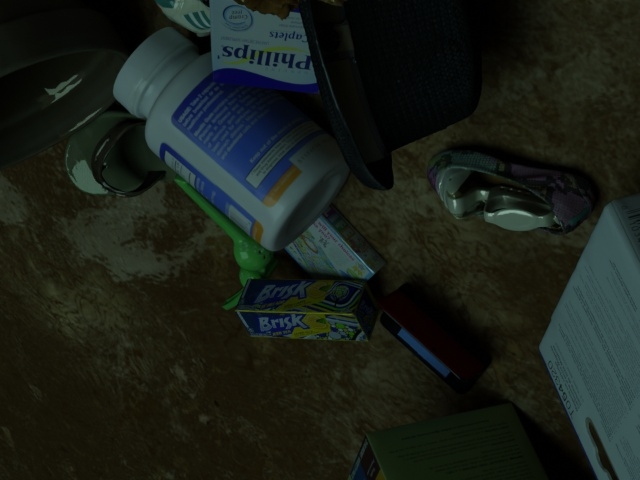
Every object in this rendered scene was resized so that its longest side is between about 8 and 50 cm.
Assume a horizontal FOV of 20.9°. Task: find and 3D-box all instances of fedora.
[{"bbox_3d":[0.077,-0.223,1.740,0.152,0.334,0.334,-12,118,10],"label":"fedora"}]

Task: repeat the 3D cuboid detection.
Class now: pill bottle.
[{"bbox_3d":[-0.108,-0.127,2.044,0.272,0.152,0.152,41,143,12],"label":"pill bottle"}]

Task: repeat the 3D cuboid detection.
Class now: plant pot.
[{"bbox_3d":[-0.437,-0.266,2.162,0.280,0.323,0.323,61,145,11],"label":"plant pot"}]

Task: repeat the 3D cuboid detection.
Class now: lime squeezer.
[{"bbox_3d":[-0.106,0.027,2.218,0.110,0.059,0.310,5,149,13],"label":"lime squeezer"}]

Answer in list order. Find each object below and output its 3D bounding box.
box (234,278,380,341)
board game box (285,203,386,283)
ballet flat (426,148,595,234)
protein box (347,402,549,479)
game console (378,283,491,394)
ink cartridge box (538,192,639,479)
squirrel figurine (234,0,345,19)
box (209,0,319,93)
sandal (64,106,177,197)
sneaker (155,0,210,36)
[{"bbox_3d":[-0.017,0.085,2.152,0.169,0.054,0.059,0,140,27],"label":"box"},{"bbox_3d":[0.000,0.000,2.148,0.154,0.026,0.103,47,144,2],"label":"board game box"},{"bbox_3d":[0.188,-0.048,1.871,0.221,0.079,0.077,14,132,38],"label":"ballet flat"},{"bbox_3d":[0.163,0.328,2.066,0.136,0.200,0.201,107,147,-49],"label":"protein box"},{"bbox_3d":[0.123,0.130,2.089,0.144,0.085,0.124,42,143,10],"label":"game console"},{"bbox_3d":[0.344,0.166,1.776,0.330,0.071,0.324,100,151,-61],"label":"ink cartridge box"},{"bbox_3d":[0.047,-0.388,1.512,0.370,0.281,0.397,-10,81,12],"label":"squirrel figurine"},{"bbox_3d":[-0.053,-0.240,1.914,0.126,0.072,0.137,7,132,8],"label":"box"},{"bbox_3d":[-0.243,-0.110,2.248,0.303,0.086,0.120,-6,117,48],"label":"sandal"},{"bbox_3d":[-0.125,-0.271,2.027,0.161,0.057,0.075,16,152,32],"label":"sneaker"}]
